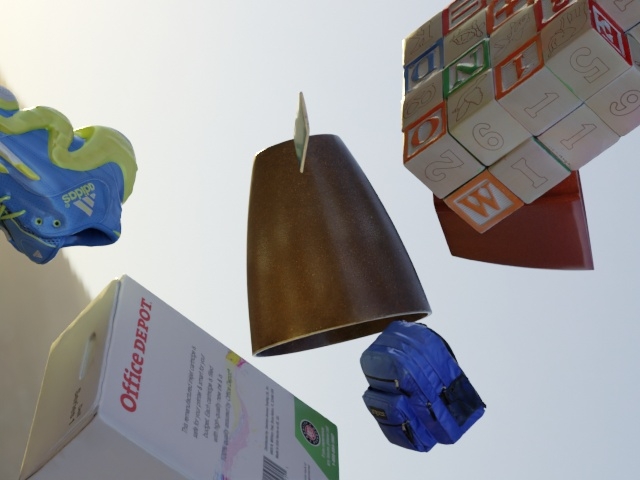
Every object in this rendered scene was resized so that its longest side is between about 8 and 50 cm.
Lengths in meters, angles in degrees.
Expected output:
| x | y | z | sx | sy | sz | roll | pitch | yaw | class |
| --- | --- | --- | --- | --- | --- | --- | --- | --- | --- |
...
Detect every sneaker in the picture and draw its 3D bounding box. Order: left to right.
| x | y | z | sx | sy | sz | roll | pitch | yaw | class |
| --- | --- | --- | --- | --- | --- | --- | --- | --- | --- |
| -0.257 | -0.053 | 1.194 | 0.091 | 0.240 | 0.126 | -37 | -129 | 47 | sneaker |

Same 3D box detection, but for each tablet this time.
| x | y | z | sx | sy | sz | roll | pitch | yaw | class |
| --- | --- | --- | --- | --- | --- | --- | --- | --- | --- |
| -0.020 | -0.116 | 1.555 | 0.083 | 0.006 | 0.054 | 101 | -19 | -60 | tablet |

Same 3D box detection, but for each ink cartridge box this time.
| x | y | z | sx | sy | sz | roll | pitch | yaw | class |
| --- | --- | --- | --- | --- | --- | --- | --- | --- | --- |
| -0.118 | 0.192 | 1.305 | 0.117 | 0.278 | 0.201 | -42 | -155 | 23 | ink cartridge box |

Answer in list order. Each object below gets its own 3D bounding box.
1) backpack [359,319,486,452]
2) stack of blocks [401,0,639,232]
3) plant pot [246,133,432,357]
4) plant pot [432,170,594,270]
| x | y | z | sx | sy | sz | roll | pitch | yaw | class |
| --- | --- | --- | --- | --- | --- | --- | --- | --- | --- |
| 0.096 | 0.148 | 1.468 | 0.098 | 0.101 | 0.120 | 2 | -54 | 52 | backpack |
| 0.196 | -0.157 | 1.033 | 0.087 | 0.297 | 0.171 | 39 | 31 | -25 | stack of blocks |
| 0.000 | 0.000 | 1.690 | 0.215 | 0.215 | 0.230 | 135 | -57 | -73 | plant pot |
| 0.308 | -0.105 | 2.384 | 0.267 | 0.235 | 0.267 | 61 | 22 | -58 | plant pot |
